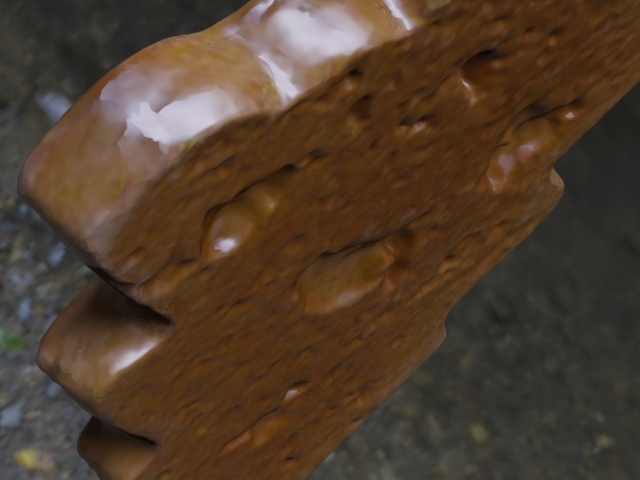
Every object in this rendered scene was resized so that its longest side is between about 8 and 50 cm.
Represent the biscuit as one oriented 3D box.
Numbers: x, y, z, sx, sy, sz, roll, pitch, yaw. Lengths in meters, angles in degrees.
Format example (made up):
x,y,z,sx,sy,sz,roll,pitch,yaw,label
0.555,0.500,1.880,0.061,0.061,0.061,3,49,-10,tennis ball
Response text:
x,y,z,sx,sy,sz,roll,pitch,yaw,label
0.000,0.000,0.619,0.284,0.306,0.043,-21,57,-41,biscuit
